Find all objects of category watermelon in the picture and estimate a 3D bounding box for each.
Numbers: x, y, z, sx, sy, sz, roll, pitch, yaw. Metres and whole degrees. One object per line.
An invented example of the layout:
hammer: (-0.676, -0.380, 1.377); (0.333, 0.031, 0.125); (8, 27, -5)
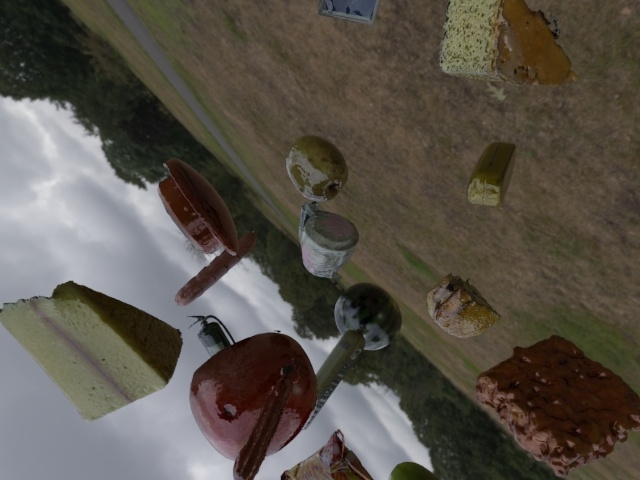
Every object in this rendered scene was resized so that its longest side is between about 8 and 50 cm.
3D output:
watermelon: (0.182, 0.293, 1.668); (0.269, 0.269, 0.269); (45, 177, 3)

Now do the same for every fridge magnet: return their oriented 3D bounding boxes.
fridge magnet: (-0.385, -0.096, 1.379); (0.363, 0.155, 0.363); (54, 174, 9)

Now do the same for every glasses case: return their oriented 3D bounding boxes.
glasses case: (0.666, -0.253, 1.695); (0.141, 0.371, 0.173); (11, 128, 28)

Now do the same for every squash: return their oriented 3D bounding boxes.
squash: (0.368, 0.943, 1.500); (0.309, 0.234, 0.210); (32, 141, 40)

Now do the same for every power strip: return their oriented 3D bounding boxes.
power strip: (0.033, 0.428, 1.361); (0.066, 0.387, 0.092); (30, 171, 33)

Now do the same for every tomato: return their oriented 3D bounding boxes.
tomato: (-0.137, 0.402, 1.059); (0.338, 0.338, 0.144); (46, 167, -24)

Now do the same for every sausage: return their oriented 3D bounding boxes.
sausage: (-0.420, 0.113, 1.770); (0.088, 0.433, 0.088); (44, 168, 11)

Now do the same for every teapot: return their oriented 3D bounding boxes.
teapot: (-0.006, 0.008, 1.313); (0.222, 0.163, 0.178); (33, 134, 16)

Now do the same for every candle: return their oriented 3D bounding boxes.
candle: (-0.099, 0.342, 0.852); (0.051, 0.048, 0.329); (52, -158, -8)

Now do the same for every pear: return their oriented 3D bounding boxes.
pear: (-0.007, -0.229, 1.425); (0.211, 0.188, 0.228); (61, -175, 29)

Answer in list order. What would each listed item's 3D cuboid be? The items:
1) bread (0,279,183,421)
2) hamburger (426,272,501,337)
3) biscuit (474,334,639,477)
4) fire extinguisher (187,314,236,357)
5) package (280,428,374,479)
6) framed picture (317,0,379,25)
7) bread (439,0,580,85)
bread: (-0.538, 0.215, 1.046); (0.361, 0.233, 0.245); (63, -176, -24)
hamburger: (0.389, 0.188, 1.237); (0.283, 0.157, 0.144); (29, -150, -43)
biscuit: (0.598, 0.395, 1.088); (0.312, 0.318, 0.110); (-130, 25, -56)
fire extinguisher: (-0.390, 0.382, 1.617); (0.294, 0.118, 0.093); (64, 168, -18)
package: (0.042, 0.697, 1.248); (0.223, 0.288, 0.108); (48, -151, 13)
framed picture: (0.104, -0.798, 1.310); (0.189, 0.023, 0.260); (8, 141, -6)
bread: (0.506, -0.545, 1.135); (0.248, 0.315, 0.279); (35, 135, 59)
